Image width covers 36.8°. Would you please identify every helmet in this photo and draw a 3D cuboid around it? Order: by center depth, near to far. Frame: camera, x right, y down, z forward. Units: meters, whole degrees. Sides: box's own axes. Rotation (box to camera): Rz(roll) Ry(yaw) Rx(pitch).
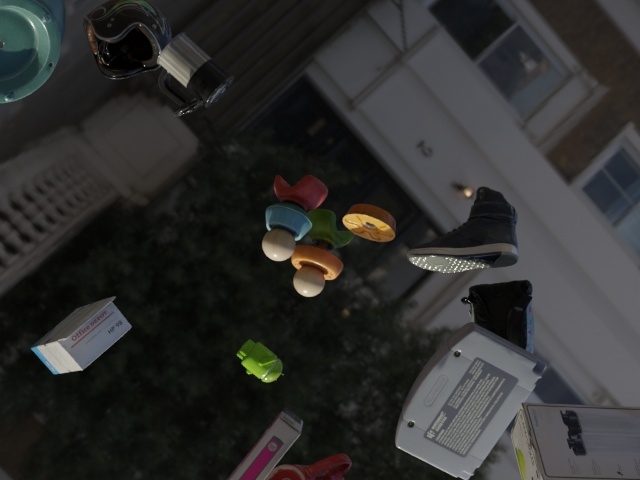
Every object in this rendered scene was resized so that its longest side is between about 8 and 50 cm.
[{"bbox_3d":[-0.393,-0.426,1.995,0.161,0.169,0.169,-21,180,-17],"label":"helmet"}]

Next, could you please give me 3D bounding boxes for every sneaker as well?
[{"bbox_3d":[0.292,-0.023,1.965,0.226,0.086,0.163,-4,-118,20],"label":"sneaker"}]

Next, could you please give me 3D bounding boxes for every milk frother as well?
[{"bbox_3d":[-0.267,-0.318,1.891,0.129,0.135,0.143,-49,178,13],"label":"milk frother"}]

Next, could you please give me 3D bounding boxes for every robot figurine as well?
[{"bbox_3d":[-0.137,0.283,2.246,0.067,0.115,0.101,-53,-175,-33],"label":"robot figurine"}]

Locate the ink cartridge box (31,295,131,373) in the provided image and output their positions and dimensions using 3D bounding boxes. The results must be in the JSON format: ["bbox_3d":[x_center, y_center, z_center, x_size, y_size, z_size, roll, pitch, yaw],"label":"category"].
[{"bbox_3d":[-0.361,0.147,1.468,0.104,0.060,0.180,-43,-166,-30],"label":"ink cartridge box"}]

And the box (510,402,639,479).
[{"bbox_3d":[0.488,0.372,1.652,0.169,0.290,0.087,-96,-168,-49],"label":"box"}]

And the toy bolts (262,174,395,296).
[{"bbox_3d":[0.000,0.000,1.755,0.218,0.228,0.158,-2,-121,43],"label":"toy bolts"}]

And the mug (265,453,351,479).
[{"bbox_3d":[-0.026,0.470,1.870,0.169,0.113,0.150,33,76,-59],"label":"mug"}]

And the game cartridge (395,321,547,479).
[{"bbox_3d":[0.280,0.311,1.882,0.297,0.198,0.062,-59,-177,17],"label":"game cartridge"}]

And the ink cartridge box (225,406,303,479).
[{"bbox_3d":[-0.170,0.515,1.994,0.371,0.069,0.176,-54,178,-3],"label":"ink cartridge box"}]

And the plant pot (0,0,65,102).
[{"bbox_3d":[-0.504,-0.325,1.436,0.293,0.196,0.293,-25,138,-25],"label":"plant pot"}]

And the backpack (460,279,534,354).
[{"bbox_3d":[0.387,0.181,2.012,0.152,0.182,0.115,-11,164,27],"label":"backpack"}]
